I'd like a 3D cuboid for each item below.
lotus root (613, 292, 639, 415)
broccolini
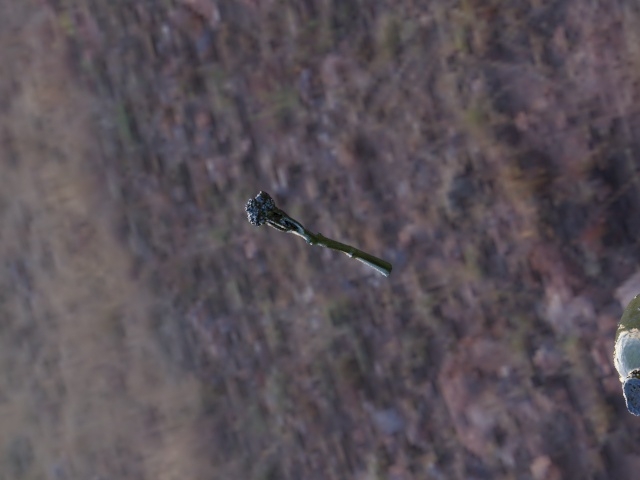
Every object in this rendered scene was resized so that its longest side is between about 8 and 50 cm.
[{"bbox_3d":[0.322,0.100,1.452,0.183,0.090,0.077,-47,-40,-58],"label":"lotus root"},{"bbox_3d":[0.001,0.000,1.894,0.042,0.218,0.044,-16,52,59],"label":"broccolini"}]
